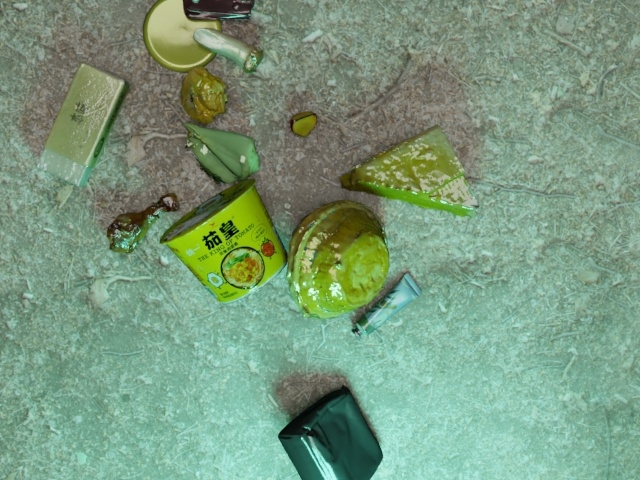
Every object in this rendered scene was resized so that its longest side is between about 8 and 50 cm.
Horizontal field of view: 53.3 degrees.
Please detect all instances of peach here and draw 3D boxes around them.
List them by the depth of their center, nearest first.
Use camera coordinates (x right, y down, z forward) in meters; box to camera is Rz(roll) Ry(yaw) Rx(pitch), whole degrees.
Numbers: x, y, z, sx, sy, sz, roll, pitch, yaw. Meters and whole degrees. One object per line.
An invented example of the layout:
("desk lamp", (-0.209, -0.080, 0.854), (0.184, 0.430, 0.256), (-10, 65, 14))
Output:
("peach", (-0.054, -0.362, 1.943), (0.077, 0.050, 0.083), (27, 102, -30))

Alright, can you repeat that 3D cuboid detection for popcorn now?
("popcorn", (-0.344, -0.424, 1.873), (0.148, 0.152, 0.167), (23, 120, 27))

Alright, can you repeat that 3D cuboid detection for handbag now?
("handbag", (-0.301, -0.755, 1.868), (0.216, 0.074, 0.203), (-1, 92, -9))
("handbag", (0.031, 0.641, 1.989), (0.178, 0.275, 0.301), (-21, 101, 41))

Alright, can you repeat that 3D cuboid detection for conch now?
("conch", (-0.298, -0.252, 1.899), (0.251, 0.143, 0.137), (8, 52, 7))

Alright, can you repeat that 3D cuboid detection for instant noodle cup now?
("instant noodle cup", (-0.259, 0.011, 1.841), (0.326, 0.325, 0.254), (-33, 107, -2))

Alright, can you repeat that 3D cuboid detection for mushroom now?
("mushroom", (-0.274, -0.570, 1.890), (0.209, 0.071, 0.084), (23, 103, -14))

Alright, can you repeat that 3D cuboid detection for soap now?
("soap", (0.271, -0.140, 1.935), (0.339, 0.169, 0.304), (-27, 86, -2))

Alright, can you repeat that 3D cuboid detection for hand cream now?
("hand cream", (0.203, 0.214, 2.020), (0.256, 0.055, 0.088), (-40, 101, -8))

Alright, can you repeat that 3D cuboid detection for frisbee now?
("frisbee", (-0.413, -0.622, 1.907), (0.236, 0.017, 0.236), (0, 95, -6))

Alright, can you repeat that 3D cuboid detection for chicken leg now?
("chicken leg", (-0.535, -0.058, 1.916), (0.251, 0.087, 0.107), (-36, 118, -8))

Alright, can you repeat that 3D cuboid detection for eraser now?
("eraser", (-0.697, -0.340, 1.873), (0.144, 0.078, 0.343), (24, 92, -6))

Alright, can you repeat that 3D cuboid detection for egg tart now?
("egg tart", (0.074, 0.072, 1.868), (0.388, 0.169, 0.387), (-15, 115, -36))

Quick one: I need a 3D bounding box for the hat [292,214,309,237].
("hat", (0.000, 0.000, 1.978), (0.175, 0.085, 0.147), (43, 86, 17))
